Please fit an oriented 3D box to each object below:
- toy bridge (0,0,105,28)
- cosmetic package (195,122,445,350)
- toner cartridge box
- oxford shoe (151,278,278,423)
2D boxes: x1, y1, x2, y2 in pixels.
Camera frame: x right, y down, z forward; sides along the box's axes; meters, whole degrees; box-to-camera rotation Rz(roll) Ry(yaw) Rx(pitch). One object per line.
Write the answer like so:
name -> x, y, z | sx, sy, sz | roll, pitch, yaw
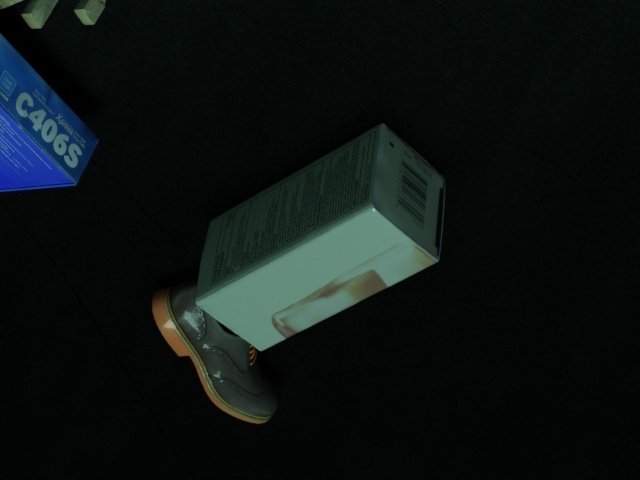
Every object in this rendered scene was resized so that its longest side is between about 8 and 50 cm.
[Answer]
toy bridge -> -0.311, -0.268, 2.136 | 0.188, 0.063, 0.026 | 2, 142, 35
cosmetic package -> 0.000, 0.000, 2.347 | 0.296, 0.153, 0.129 | -27, 128, 33
toner cartridge box -> -0.427, -0.192, 2.203 | 0.165, 0.075, 0.348 | -4, 141, 37
oxford shoe -> -0.119, 0.154, 2.581 | 0.098, 0.097, 0.271 | -22, 132, 20
